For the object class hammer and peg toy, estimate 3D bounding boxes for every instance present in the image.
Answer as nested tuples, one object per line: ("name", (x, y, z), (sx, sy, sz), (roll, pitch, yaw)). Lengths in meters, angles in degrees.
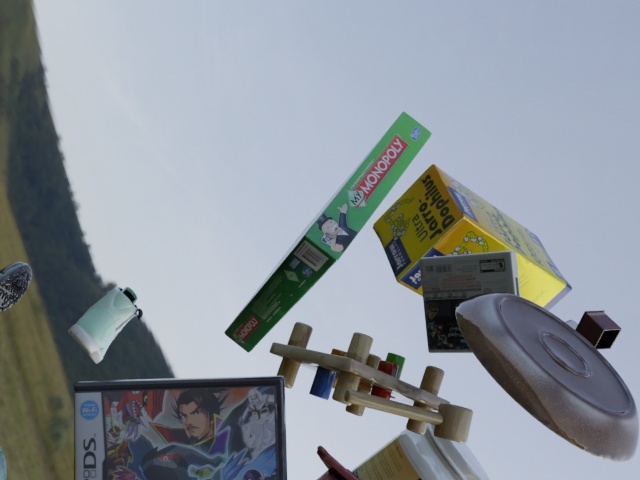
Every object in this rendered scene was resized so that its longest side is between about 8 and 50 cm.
("hammer and peg toy", (0.096, 0.246, 1.639), (0.361, 0.266, 0.127), (2, -111, 55))

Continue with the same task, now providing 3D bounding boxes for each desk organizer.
("desk organizer", (0.455, 0.186, 1.572), (0.050, 0.047, 0.130), (53, -47, 47))

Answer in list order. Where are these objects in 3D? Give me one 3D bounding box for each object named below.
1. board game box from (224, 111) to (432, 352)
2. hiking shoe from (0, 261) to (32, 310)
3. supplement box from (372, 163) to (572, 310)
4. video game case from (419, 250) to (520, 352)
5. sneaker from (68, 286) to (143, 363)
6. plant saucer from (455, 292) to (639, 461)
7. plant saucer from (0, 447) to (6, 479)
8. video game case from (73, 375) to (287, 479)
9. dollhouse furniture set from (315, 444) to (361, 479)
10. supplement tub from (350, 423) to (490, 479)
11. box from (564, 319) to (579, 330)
("board game box", (0.000, 0.000, 1.113), (0.046, 0.213, 0.317), (38, -32, -2))
("hiking shoe", (-0.658, 0.094, 1.740), (0.114, 0.227, 0.086), (35, -39, 25))
("supplement box", (0.317, 0.035, 1.927), (0.195, 0.357, 0.194), (-47, -145, 20))
("video game case", (0.262, 0.110, 1.609), (0.190, 0.022, 0.173), (-6, -91, 41))
("sneaker", (-0.434, 0.169, 1.899), (0.094, 0.151, 0.256), (48, -17, -4))
("plant saucer", (0.325, 0.171, 1.277), (0.050, 0.311, 0.310), (-55, -130, 21))
("plant saucer", (-0.611, 0.381, 1.492), (0.195, 0.195, 0.037), (66, -21, 9))
("video game case", (-0.180, 0.303, 1.188), (0.035, 0.275, 0.248), (68, 20, -84))
("dollhouse furniture set", (-0.077, 0.398, 1.425), (0.374, 0.201, 0.152), (25, -26, 52))
("supplement tub", (0.185, 0.543, 1.967), (0.228, 0.316, 0.228), (50, 6, -7))
("box", (0.443, 0.233, 1.759), (0.072, 0.126, 0.137), (44, -54, 28))
